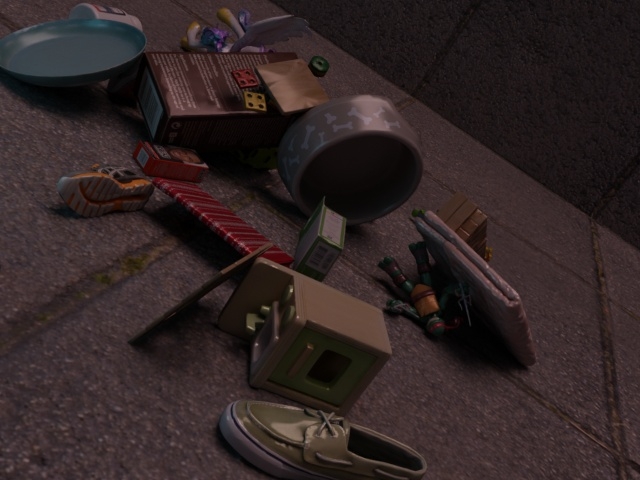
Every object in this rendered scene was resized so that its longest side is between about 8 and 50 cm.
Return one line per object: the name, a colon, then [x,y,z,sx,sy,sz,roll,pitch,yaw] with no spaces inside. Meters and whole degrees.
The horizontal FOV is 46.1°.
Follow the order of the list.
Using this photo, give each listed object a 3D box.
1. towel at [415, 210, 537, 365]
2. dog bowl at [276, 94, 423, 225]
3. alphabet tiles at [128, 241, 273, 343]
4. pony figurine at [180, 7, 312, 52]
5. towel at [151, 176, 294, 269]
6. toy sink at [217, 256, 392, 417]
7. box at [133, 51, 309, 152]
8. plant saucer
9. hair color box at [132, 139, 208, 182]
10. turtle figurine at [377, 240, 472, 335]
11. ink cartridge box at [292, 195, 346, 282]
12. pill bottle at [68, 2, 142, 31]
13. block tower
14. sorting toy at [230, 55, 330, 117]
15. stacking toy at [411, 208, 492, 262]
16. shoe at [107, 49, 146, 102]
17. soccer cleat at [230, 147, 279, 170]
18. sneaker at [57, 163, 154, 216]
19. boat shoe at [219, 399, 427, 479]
towel: [0.353,0.112,1.682,0.317,0.053,0.332,49,-3,36]
dog bowl: [0.077,-0.168,1.728,0.349,0.349,0.102,16,41,-33]
alphabet tiles: [-0.161,0.065,1.143,0.009,0.198,0.237,54,25,0]
pony figurine: [-0.224,-0.544,2.202,0.351,0.302,0.363,-12,45,-15]
towel: [-0.179,-0.026,1.432,0.275,0.031,0.199,37,6,10]
toy sink: [-0.031,0.156,1.180,0.234,0.152,0.131,26,25,-18]
box: [-0.206,-0.315,1.698,0.382,0.143,0.191,-8,62,-30]
plant saucer: [-0.531,-0.400,1.610,0.318,0.043,0.317,0,36,0]
hair color box: [-0.313,-0.165,1.578,0.141,0.043,0.072,5,36,-48]
turtle figurine: [0.221,0.121,1.615,0.175,0.118,0.234,-18,54,-8]
ink cartridge box: [0.000,0.000,1.570,0.062,0.109,0.209,29,23,-10]
pill bottle: [-0.549,-0.547,1.938,0.108,0.108,0.180,40,24,16]
block tower: [0.343,0.000,1.839,0.091,0.097,0.335,43,-5,22]
sorting toy: [-0.074,-0.328,1.655,0.275,0.046,0.132,-19,69,-36]
stacking toy: [0.372,-0.015,2.144,0.221,0.052,0.167,45,24,29]
shoe: [-0.412,-0.372,1.718,0.081,0.178,0.063,19,64,-36]
soccer cleat: [-0.216,-0.262,1.816,0.289,0.093,0.121,22,33,-20]
sneaker: [-0.386,-0.096,1.316,0.083,0.084,0.215,41,14,17]
boat shoe: [0.008,0.283,1.054,0.302,0.094,0.109,26,25,-16]
